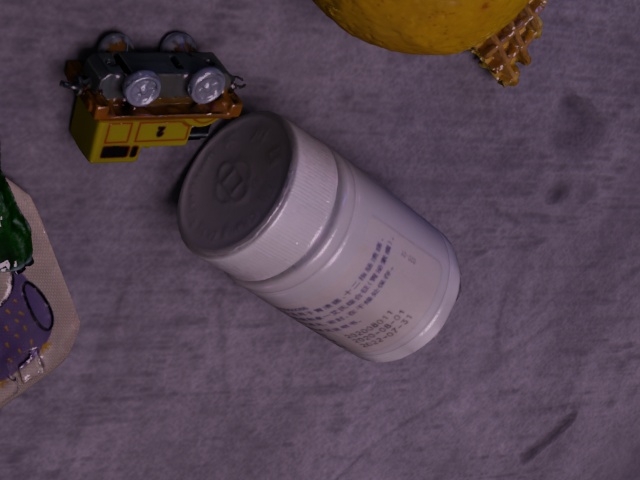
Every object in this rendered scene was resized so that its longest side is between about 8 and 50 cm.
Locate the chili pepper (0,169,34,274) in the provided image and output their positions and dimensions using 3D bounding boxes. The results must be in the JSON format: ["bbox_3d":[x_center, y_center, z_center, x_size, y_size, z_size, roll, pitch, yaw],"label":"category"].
[{"bbox_3d":[-0.368,-0.084,1.581,0.136,0.099,0.270,-17,116,-25],"label":"chili pepper"}]

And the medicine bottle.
[{"bbox_3d":[0.000,0.000,1.864,0.190,0.190,0.332,-51,135,4],"label":"medicine bottle"}]

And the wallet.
[{"bbox_3d":[-0.415,0.097,1.712,0.335,0.068,0.275,-37,132,-12],"label":"wallet"}]

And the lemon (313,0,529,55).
[{"bbox_3d":[0.107,-0.327,1.666,0.293,0.293,0.293,-19,128,-25],"label":"lemon"}]

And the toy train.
[{"bbox_3d":[-0.182,-0.149,1.707,0.219,0.089,0.127,-5,132,-34],"label":"toy train"}]

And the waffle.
[{"bbox_3d":[0.198,-0.271,1.927,0.192,0.046,0.160,6,115,-38],"label":"waffle"}]
